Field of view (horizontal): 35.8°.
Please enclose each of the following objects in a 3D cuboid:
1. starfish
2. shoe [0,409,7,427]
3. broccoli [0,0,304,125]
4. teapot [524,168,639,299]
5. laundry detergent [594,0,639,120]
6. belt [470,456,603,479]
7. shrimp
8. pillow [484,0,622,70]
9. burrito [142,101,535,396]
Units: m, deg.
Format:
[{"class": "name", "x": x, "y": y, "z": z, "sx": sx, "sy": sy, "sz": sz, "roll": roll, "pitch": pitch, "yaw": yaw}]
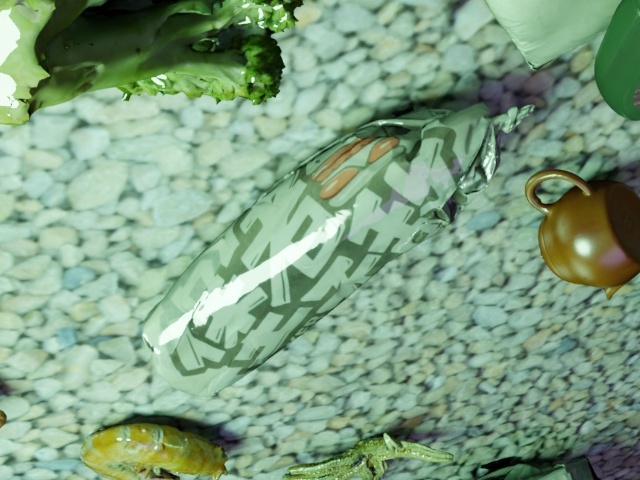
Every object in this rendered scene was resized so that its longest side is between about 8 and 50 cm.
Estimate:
[{"class": "starfish", "x": 0.062, "y": 0.287, "z": 1.283, "sx": 0.224, "sy": 0.050, "sz": 0.217, "roll": -2, "pitch": 144, "yaw": -2}, {"class": "shoe", "x": -0.366, "y": 0.186, "z": 0.978, "sx": 0.109, "sy": 0.072, "sz": 0.069, "roll": -46, "pitch": 106, "yaw": -3}, {"class": "broccoli", "x": -0.132, "y": -0.187, "z": 0.502, "sx": 0.321, "sy": 0.283, "sz": 0.304, "roll": 25, "pitch": 136, "yaw": -18}, {"class": "teapot", "x": 0.267, "y": -0.005, "z": 1.005, "sx": 0.116, "sy": 0.116, "sz": 0.173, "roll": -36, "pitch": 111, "yaw": 19}, {"class": "laundry detergent", "x": 0.283, "y": -0.171, "z": 0.793, "sx": 0.137, "sy": 0.063, "sz": 0.211, "roll": -32, "pitch": 161, "yaw": 9}, {"class": "belt", "x": 0.268, "y": 0.396, "z": 1.406, "sx": 0.289, "sy": 0.164, "sz": 0.184, "roll": -20, "pitch": 167, "yaw": -1}, {"class": "shrimp", "x": -0.190, "y": 0.250, "z": 1.152, "sx": 0.187, "sy": 0.051, "sz": 0.132, "roll": 23, "pitch": 143, "yaw": -32}, {"class": "pillow", "x": 0.242, "y": -0.227, "z": 0.778, "sx": 0.229, "sy": 0.051, "sz": 0.128, "roll": -30, "pitch": 140, "yaw": 13}, {"class": "burrito", "x": 0.000, "y": 0.000, "z": 0.899, "sx": 0.445, "sy": 0.101, "sz": 0.139, "roll": -39, "pitch": 131, "yaw": 24}]
